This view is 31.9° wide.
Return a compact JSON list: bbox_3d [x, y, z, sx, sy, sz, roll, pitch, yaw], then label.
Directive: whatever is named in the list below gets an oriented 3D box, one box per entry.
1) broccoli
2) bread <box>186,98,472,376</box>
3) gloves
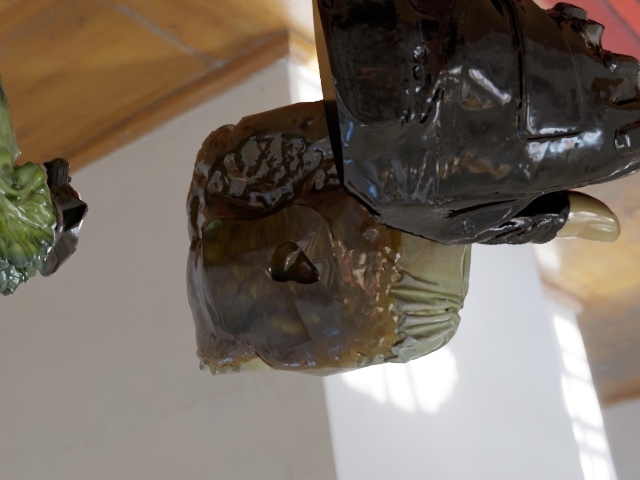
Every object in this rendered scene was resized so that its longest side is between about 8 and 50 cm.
[{"bbox_3d":[-0.283,-0.077,0.804,0.247,0.243,0.263,12,180,-34],"label":"broccoli"},{"bbox_3d":[-0.002,0.000,0.789,0.210,0.192,0.110,-6,174,41],"label":"bread"},{"bbox_3d":[0.104,-0.073,0.591,0.204,0.164,0.124,-9,-173,-5],"label":"gloves"}]
